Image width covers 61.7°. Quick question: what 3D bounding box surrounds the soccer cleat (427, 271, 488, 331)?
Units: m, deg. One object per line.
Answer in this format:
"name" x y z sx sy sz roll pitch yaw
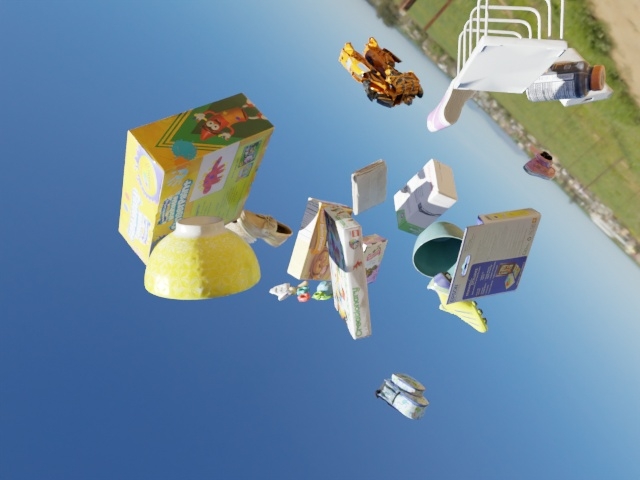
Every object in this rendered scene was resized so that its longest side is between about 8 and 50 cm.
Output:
"soccer cleat" 0.537 0.254 2.101 0.289 0.121 0.093 49 -167 3

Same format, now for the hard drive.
"hard drive" 1.023 -0.676 2.203 0.040 0.202 0.308 86 170 -52

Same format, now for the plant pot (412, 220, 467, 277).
"plant pot" 0.590 0.018 2.610 0.290 0.290 0.196 33 -142 -25

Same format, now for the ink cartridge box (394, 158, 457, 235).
"ink cartridge box" 0.445 -0.181 2.291 0.114 0.273 0.199 19 -131 -23

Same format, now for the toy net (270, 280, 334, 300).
"toy net" -0.065 0.175 1.718 0.122 0.232 0.045 -50 -54 -53

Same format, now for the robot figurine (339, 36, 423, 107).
"robot figurine" 0.201 -0.537 1.726 0.211 0.085 0.291 -25 -120 -28

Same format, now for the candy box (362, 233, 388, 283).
"candy box" 0.178 0.082 2.167 0.070 0.196 0.164 28 -156 32

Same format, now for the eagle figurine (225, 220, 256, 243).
"eagle figurine" -0.401 -0.133 2.255 0.226 0.225 0.299 -2 -120 -33

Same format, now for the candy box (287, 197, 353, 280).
"candy box" 0.000 0.000 2.156 0.182 0.317 0.087 7 -167 -44

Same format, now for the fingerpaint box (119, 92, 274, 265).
"fingerpaint box" -0.374 -0.175 1.565 0.371 0.445 0.163 -32 -106 -36

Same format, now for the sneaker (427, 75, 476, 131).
"sneaker" 0.514 -0.554 2.150 0.102 0.282 0.161 39 160 -11

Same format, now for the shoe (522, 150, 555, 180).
"shoe" 0.811 -0.270 1.928 0.177 0.081 0.064 3 -128 -36

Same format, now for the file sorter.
"file sorter" 0.465 -0.505 1.344 0.192 0.173 0.278 4 175 1

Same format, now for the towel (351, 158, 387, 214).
"towel" 0.237 -0.259 2.609 0.049 0.187 0.282 52 159 36

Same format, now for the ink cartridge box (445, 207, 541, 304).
"ink cartridge box" 0.554 0.052 1.766 0.307 0.304 0.072 -6 -147 -21

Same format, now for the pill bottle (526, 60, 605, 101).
"pill bottle" 0.880 -0.572 1.925 0.245 0.131 0.130 7 175 38

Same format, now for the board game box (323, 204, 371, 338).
"board game box" 0.070 0.079 1.413 0.193 0.053 0.306 -127 27 -67

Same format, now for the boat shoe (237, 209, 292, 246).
"boat shoe" -0.218 -0.061 2.100 0.302 0.098 0.109 32 -149 -55

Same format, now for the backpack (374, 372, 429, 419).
"backpack" 0.215 0.388 1.343 0.114 0.084 0.105 35 -170 37

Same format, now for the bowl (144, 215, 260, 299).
"bowl" -0.296 0.025 1.340 0.289 0.156 0.289 -1 -166 0
